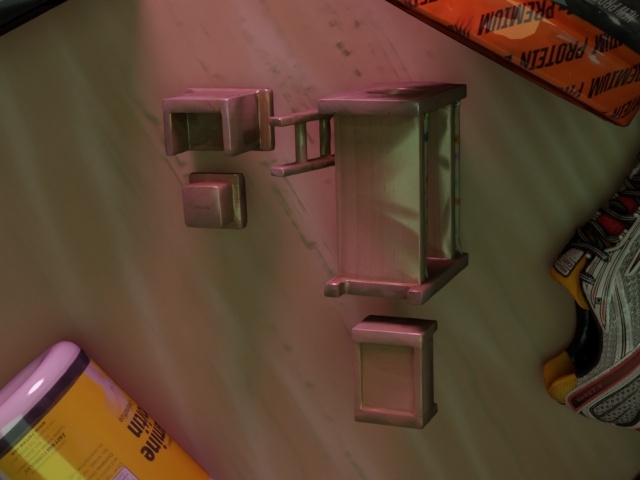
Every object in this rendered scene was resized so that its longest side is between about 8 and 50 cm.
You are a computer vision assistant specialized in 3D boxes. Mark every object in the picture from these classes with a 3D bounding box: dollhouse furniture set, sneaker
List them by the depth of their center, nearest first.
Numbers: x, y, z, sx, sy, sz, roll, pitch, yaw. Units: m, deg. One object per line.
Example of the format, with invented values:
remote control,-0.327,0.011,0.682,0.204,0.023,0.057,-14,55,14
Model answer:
sneaker,0.188,0.007,0.676,0.092,0.088,0.225,9,102,-2
dollhouse furniture set,0.000,0.000,0.685,0.161,0.101,0.182,4,104,23

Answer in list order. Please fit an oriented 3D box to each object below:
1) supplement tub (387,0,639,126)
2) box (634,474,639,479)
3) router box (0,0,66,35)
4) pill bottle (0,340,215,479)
supplement tub,0.164,-0.241,0.559,0.207,0.207,0.338,28,101,-7
box,0.214,0.267,0.579,0.097,0.395,0.318,34,100,-10
router box,-0.295,-0.189,0.621,0.308,0.081,0.243,-26,102,4
pill bottle,-0.125,0.157,0.692,0.103,0.103,0.184,-42,101,7
